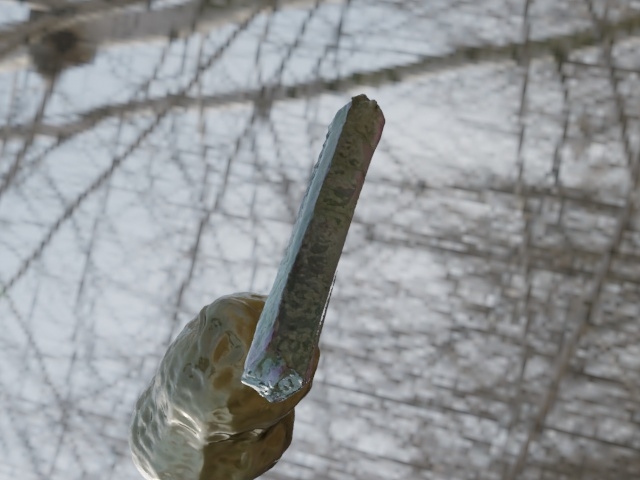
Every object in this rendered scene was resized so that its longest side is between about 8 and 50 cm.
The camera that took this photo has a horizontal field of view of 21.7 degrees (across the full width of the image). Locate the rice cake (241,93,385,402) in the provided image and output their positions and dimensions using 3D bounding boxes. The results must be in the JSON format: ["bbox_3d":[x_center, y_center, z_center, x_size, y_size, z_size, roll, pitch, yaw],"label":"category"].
[{"bbox_3d":[0.000,0.000,1.032,0.043,0.034,0.211,-41,26,57],"label":"rice cake"}]

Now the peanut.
[{"bbox_3d":[-0.088,0.146,1.569,0.152,0.152,0.313,-57,-1,-38],"label":"peanut"}]
